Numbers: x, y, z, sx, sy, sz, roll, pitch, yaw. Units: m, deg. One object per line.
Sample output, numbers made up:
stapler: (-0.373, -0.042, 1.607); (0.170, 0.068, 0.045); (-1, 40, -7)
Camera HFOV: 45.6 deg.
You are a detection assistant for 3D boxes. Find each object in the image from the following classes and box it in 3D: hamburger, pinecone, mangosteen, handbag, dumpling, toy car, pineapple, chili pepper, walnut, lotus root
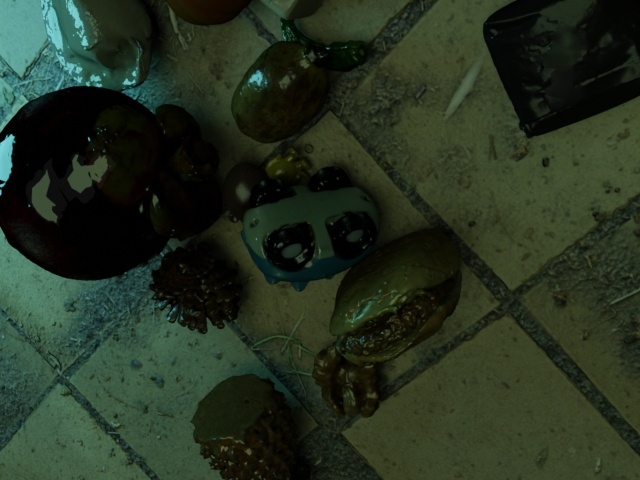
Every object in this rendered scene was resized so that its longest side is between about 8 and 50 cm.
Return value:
hamburger: (0.129, 0.094, 1.344); (0.259, 0.283, 0.145); (-29, 107, 18)
pinecone: (-0.250, 0.102, 1.559); (0.195, 0.179, 0.150); (33, 134, -21)
mangosteen: (-0.404, -0.118, 1.452); (0.421, 0.381, 0.381); (-19, 103, -6)
handbag: (0.401, -0.301, 1.214); (0.246, 0.080, 0.223); (-21, 100, 26)
dumpling: (-0.424, -0.422, 1.470); (0.293, 0.163, 0.204); (52, 152, -3)
toy car: (-0.018, -0.008, 1.407); (0.255, 0.188, 0.190); (-15, 138, -13)
pineapple: (-0.121, 0.470, 1.635); (0.222, 0.223, 0.357); (-9, 123, 24)
chili pepper: (0.004, -0.348, 1.366); (0.182, 0.050, 0.073); (25, 146, 18)
walnut: (0.058, 0.280, 1.559); (0.142, 0.069, 0.170); (-1, 109, 20)
lotus root: (-0.064, -0.270, 1.362); (0.145, 0.128, 0.260); (37, 142, -14)

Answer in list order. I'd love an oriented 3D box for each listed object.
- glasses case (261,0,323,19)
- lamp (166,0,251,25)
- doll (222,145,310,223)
glasses case: (0.025, -0.522, 1.246); (0.076, 0.144, 0.336); (40, 117, 5)
lamp: (-0.191, -0.484, 1.316); (0.223, 0.196, 0.223); (-9, 78, 48)
doll: (-0.101, -0.097, 1.483); (0.188, 0.096, 0.145); (-21, 121, 0)
